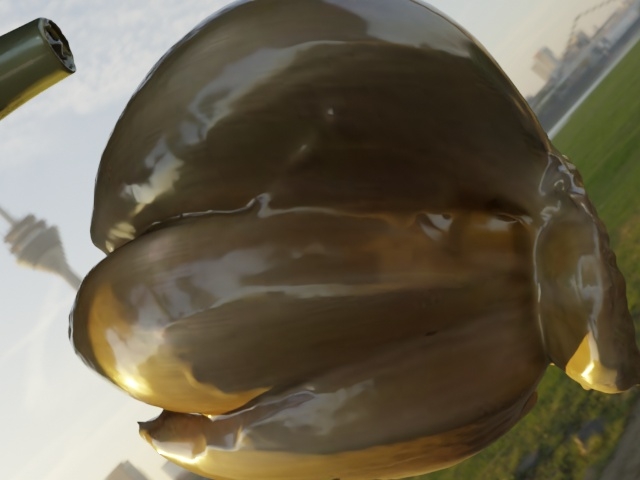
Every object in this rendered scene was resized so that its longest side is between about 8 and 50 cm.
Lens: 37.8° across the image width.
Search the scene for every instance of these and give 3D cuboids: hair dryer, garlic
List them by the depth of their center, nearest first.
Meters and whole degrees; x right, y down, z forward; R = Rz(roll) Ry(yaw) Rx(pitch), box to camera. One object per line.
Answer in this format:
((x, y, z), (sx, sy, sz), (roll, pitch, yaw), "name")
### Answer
((0.000, 0.001, 0.504), (0.325, 0.279, 0.132), (-3, 1, 4), "garlic")
((-0.354, -0.131, 0.771), (0.296, 0.119, 0.298), (-21, -18, -13), "hair dryer")
